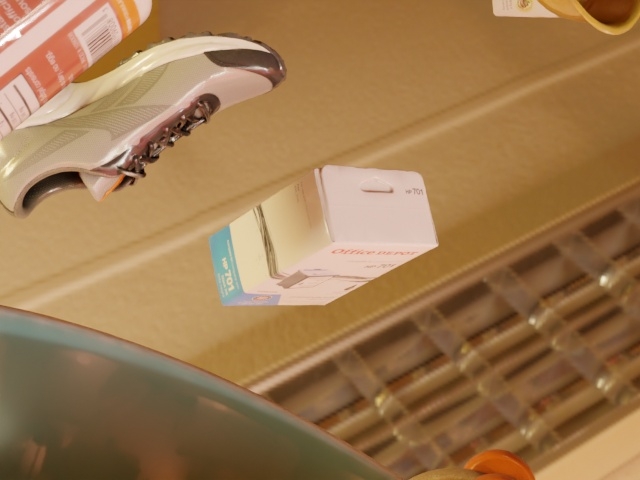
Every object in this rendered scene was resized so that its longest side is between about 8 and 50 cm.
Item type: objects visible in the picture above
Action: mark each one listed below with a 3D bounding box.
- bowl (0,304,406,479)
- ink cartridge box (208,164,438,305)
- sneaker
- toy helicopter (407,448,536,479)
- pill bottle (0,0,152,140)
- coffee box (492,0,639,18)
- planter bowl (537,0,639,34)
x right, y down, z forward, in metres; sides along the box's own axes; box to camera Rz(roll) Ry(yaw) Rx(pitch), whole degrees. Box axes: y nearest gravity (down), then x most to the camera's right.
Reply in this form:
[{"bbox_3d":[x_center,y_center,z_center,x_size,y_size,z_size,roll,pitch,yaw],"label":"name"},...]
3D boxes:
[{"bbox_3d":[-0.069,0.156,0.294,0.311,0.163,0.311,26,-168,-6],"label":"bowl"},{"bbox_3d":[0.000,0.000,1.186,0.140,0.191,0.082,2,-110,-38],"label":"ink cartridge box"},{"bbox_3d":[-0.155,-0.095,1.002,0.271,0.100,0.108,-19,-104,-2],"label":"sneaker"},{"bbox_3d":[0.166,0.403,1.203,0.235,0.140,0.355,-28,-91,9],"label":"toy helicopter"},{"bbox_3d":[-0.203,-0.099,0.612,0.216,0.121,0.121,-42,-122,-13],"label":"pill bottle"},{"bbox_3d":[0.308,-0.297,1.206,0.246,0.098,0.141,6,-139,23],"label":"coffee box"},{"bbox_3d":[0.128,-0.229,0.752,0.090,0.217,0.217,-8,-144,34],"label":"planter bowl"}]
